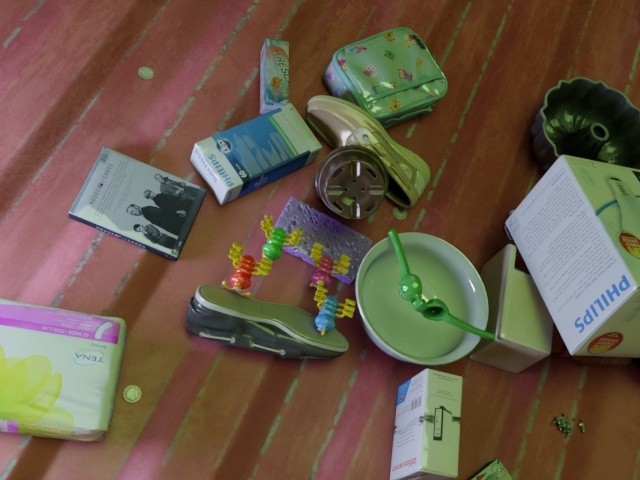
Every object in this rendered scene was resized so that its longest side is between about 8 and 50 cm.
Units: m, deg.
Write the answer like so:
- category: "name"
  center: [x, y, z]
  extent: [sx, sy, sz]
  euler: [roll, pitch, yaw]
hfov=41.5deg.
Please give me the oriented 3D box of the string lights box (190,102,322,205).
- category: "string lights box"
  center: [-0.142, -0.195, 1.883]
  extent: [0.260, 0.077, 0.133]
  euler: [-27, 76, -28]

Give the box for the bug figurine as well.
- category: "bug figurine"
  center: [-0.057, 0.072, 1.740]
  extent: [0.279, 0.072, 0.216]
  euler: [27, 45, -6]

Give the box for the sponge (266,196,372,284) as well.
- category: "sponge"
  center: [0.000, 0.000, 1.865]
  extent: [0.210, 0.031, 0.117]
  euler: [29, 61, -5]

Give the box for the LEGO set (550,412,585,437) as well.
- category: "LEGO set"
  center: [0.549, 0.404, 1.862]
  extent: [0.083, 0.023, 0.054]
  euler: [-11, 70, -23]

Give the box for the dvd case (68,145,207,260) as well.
- category: "dvd case"
  center: [-0.380, -0.079, 1.775]
  extent: [0.239, 0.029, 0.179]
  euler: [23, 61, -7]

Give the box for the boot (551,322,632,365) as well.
- category: "boot"
  center: [0.607, 0.152, 1.970]
  extent: [0.220, 0.109, 0.283]
  euler: [10, 70, -9]

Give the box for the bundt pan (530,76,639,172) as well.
- category: "bundt pan"
  center: [0.679, -0.248, 2.161]
  extent: [0.331, 0.124, 0.331]
  euler: [8, 64, -16]

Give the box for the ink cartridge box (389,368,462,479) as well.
- category: "ink cartridge box"
  center: [0.211, 0.378, 1.689]
  extent: [0.086, 0.148, 0.203]
  euler: [15, 63, -14]

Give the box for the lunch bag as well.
- category: "lunch bag"
  center: [0.168, -0.390, 2.063]
  extent: [0.279, 0.108, 0.224]
  euler: [-25, 75, -27]

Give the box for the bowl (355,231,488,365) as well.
- category: "bowl"
  center: [0.196, 0.142, 1.804]
  extent: [0.298, 0.134, 0.298]
  euler: [8, 63, -15]

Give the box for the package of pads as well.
- category: "package of pads"
  center: [-0.516, 0.237, 1.536]
  extent: [0.296, 0.101, 0.229]
  euler: [11, 62, -13]

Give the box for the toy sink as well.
- category: "toy sink"
  center: [0.432, 0.152, 1.870]
  extent: [0.131, 0.153, 0.234]
  euler: [19, 60, -10]

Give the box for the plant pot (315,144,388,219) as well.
- category: "plant pot"
  center: [0.072, -0.119, 1.830]
  extent: [0.167, 0.165, 0.167]
  euler: [0, 100, -1]

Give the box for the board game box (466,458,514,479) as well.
- category: "board game box"
  center: [0.298, 0.609, 1.668]
  extent: [0.317, 0.046, 0.213]
  euler: [-29, 77, -28]

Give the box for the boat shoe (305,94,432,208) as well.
- category: "boat shoe"
  center: [0.099, -0.206, 1.945]
  extent: [0.341, 0.121, 0.110]
  euler: [34, 59, -2]

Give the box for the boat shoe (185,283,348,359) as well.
- category: "boat shoe"
  center: [-0.111, 0.184, 1.718]
  extent: [0.335, 0.095, 0.112]
  euler: [20, 25, -13]

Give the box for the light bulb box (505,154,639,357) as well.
- category: "light bulb box"
  center: [0.649, 0.042, 1.795]
  extent: [0.358, 0.225, 0.361]
  euler: [6, 46, -27]

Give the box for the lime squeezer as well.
- category: "lime squeezer"
  center: [0.222, 0.115, 1.730]
  extent: [0.310, 0.059, 0.110]
  euler: [46, 29, 7]

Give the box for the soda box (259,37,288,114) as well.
- category: "soda box"
  center: [-0.109, -0.384, 1.992]
  extent: [0.058, 0.063, 0.183]
  euler: [6, 64, -15]

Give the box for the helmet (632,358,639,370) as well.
- category: "helmet"
  center: [0.796, 0.247, 1.943]
  extent: [0.169, 0.169, 0.161]
  euler: [-16, 55, -24]

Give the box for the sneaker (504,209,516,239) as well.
- category: "sneaker"
  center: [0.497, -0.019, 2.036]
  extent: [0.118, 0.042, 0.067]
  euler: [32, 55, 7]
